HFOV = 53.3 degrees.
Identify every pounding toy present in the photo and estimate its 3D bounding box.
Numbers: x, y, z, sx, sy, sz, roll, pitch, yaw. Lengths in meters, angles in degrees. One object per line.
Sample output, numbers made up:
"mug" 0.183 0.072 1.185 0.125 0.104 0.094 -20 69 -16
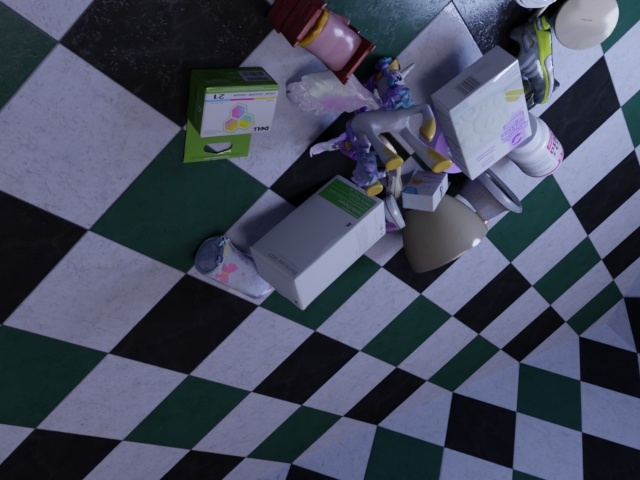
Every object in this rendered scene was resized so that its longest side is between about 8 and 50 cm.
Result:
"pounding toy" 0.761 -0.690 1.908 0.237 0.110 0.183 26 126 -18

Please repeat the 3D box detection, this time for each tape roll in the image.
"tape roll" 0.447 -0.348 2.003 0.275 0.090 0.274 -22 141 -19

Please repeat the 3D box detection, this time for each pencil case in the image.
"pencil case" -0.246 0.083 1.887 0.273 0.113 0.124 36 75 -51

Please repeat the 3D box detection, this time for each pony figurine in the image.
"pony figurine" 0.126 -0.300 1.647 0.351 0.363 0.303 -20 149 3

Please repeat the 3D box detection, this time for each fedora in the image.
"fedora" 0.559 -0.152 2.165 0.124 0.243 0.275 -45 173 20

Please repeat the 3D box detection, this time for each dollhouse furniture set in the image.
"dollhouse furniture set" 0.073 -0.572 1.426 0.201 0.152 0.374 19 116 -47

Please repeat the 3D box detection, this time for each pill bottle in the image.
"pill bottle" 0.704 -0.324 2.149 0.160 0.160 0.283 -49 147 15

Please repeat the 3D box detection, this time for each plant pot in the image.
"plant pot" 0.381 -0.050 2.115 0.284 0.284 0.191 -33 99 -5

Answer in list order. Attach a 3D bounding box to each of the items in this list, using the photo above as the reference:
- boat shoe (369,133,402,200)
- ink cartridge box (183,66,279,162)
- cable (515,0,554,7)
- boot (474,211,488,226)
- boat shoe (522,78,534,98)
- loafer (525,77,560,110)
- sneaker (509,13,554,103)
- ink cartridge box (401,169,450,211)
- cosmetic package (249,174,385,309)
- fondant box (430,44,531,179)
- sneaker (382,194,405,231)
"boat shoe" 0.184 -0.207 1.934 0.092 0.103 0.285 -36 148 -10
"ink cartridge box" -0.220 -0.281 1.544 0.189 0.097 0.255 -11 134 -30
"cable" 0.607 -0.745 1.696 0.257 0.089 0.257 -20 150 -23
"boot" 0.466 -0.025 2.339 0.295 0.104 0.211 -44 142 15
"boat shoe" 0.619 -0.461 2.064 0.153 0.048 0.056 -34 167 7
"loafer" 0.699 -0.481 2.101 0.170 0.062 0.061 -40 104 15
"sneaker" 0.642 -0.541 1.938 0.121 0.111 0.300 -4 137 20
"ink cartridge box" 0.341 -0.170 2.041 0.181 0.104 0.061 -52 142 -44
"cosmetic package" 0.000 0.000 1.853 0.365 0.197 0.155 -42 146 -25
"fondant box" 0.477 -0.363 1.862 0.238 0.096 0.330 -38 143 0
"sneaker" 0.178 -0.055 2.019 0.161 0.102 0.282 -21 168 2
